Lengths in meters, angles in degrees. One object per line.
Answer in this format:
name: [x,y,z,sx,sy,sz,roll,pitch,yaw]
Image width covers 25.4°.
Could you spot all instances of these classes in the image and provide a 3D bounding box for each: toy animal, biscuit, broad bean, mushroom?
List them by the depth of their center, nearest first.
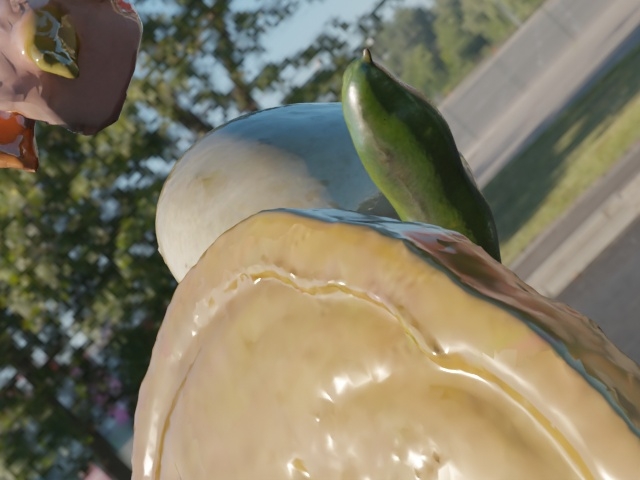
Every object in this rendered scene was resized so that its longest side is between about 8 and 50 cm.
biscuit: [0.036,0.189,0.495,0.062,0.385,0.365,-14,-37,-39]
broad bean: [0.072,-0.012,0.861,0.065,0.254,0.046,-6,39,24]
toy animal: [-0.211,-0.202,1.091,0.169,0.195,0.281,-4,-68,-31]
mushroom: [0.000,0.000,1.577,0.362,0.294,0.362,-6,17,2]
